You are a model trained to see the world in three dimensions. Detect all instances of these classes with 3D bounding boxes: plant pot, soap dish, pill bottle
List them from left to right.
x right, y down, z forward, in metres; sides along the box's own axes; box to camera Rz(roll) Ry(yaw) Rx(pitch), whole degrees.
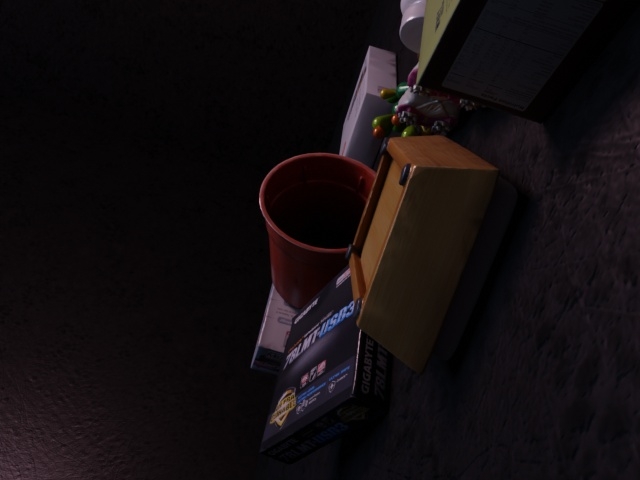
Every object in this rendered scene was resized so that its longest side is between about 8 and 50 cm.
[{"bbox_3d":[0.000,0.000,1.266,0.265,0.272,0.272,100,-179,-50],"label":"plant pot"},{"bbox_3d":[0.116,-0.010,0.720,0.291,0.118,0.229,-88,15,-74],"label":"soap dish"},{"bbox_3d":[0.211,-0.453,1.051,0.121,0.121,0.221,121,164,-71],"label":"pill bottle"}]

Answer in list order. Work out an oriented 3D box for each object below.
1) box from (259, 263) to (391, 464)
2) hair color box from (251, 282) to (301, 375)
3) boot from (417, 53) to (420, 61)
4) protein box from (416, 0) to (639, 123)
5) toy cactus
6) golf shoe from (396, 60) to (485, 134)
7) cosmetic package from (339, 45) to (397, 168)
[{"bbox_3d":[0.017,0.197,1.005,0.295,0.073,0.293,-45,25,43],"label":"box"},{"bbox_3d":[-0.030,0.143,1.404,0.114,0.185,0.374,113,172,-48],"label":"hair color box"},{"bbox_3d":[0.234,-0.436,1.239,0.087,0.042,0.118,-70,0,-65],"label":"boot"},{"bbox_3d":[0.196,-0.262,0.548,0.201,0.136,0.200,115,169,-56],"label":"protein box"},{"bbox_3d":[0.174,-0.251,1.087,0.180,0.112,0.219,-49,14,27],"label":"toy cactus"},{"bbox_3d":[0.182,-0.243,0.801,0.306,0.115,0.140,172,118,-83],"label":"golf shoe"},{"bbox_3d":[0.138,-0.373,1.738,0.377,0.097,0.284,-81,6,-54],"label":"cosmetic package"}]
